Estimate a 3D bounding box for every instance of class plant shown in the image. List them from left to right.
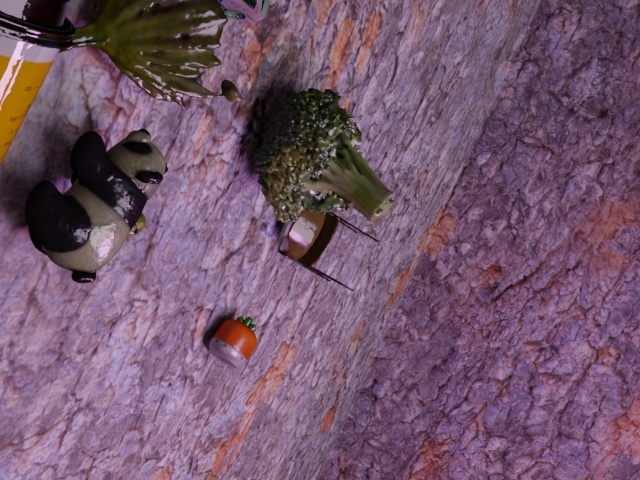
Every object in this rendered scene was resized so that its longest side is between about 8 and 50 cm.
[{"bbox_3d":[-0.264,-0.262,0.934,0.333,0.180,0.251,-32,132,-45],"label":"plant"}]

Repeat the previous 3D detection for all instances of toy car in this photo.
[{"bbox_3d":[-0.139,-0.420,1.103,0.224,0.076,0.090,24,76,-68],"label":"toy car"}]

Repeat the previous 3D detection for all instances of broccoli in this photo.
[{"bbox_3d":[-0.004,-0.138,1.501,0.249,0.302,0.375,-22,159,2],"label":"broccoli"}]

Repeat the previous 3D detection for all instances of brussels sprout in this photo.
[{"bbox_3d":[-0.324,-0.029,1.198,0.083,0.046,0.051,-8,81,-64],"label":"brussels sprout"}]

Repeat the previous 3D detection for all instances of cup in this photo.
[{"bbox_3d":[-0.389,-0.170,0.747,0.280,0.196,0.196,-61,159,18],"label":"cup"}]

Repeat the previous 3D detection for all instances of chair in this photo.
[{"bbox_3d":[0.000,0.000,1.808,0.246,0.172,0.159,31,86,-24],"label":"chair"}]

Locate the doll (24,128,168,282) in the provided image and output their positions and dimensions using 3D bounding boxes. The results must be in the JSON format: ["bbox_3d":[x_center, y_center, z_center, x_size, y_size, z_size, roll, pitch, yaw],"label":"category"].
[{"bbox_3d":[-0.319,-0.061,1.017,0.234,0.135,0.143,-58,-171,-19],"label":"doll"}]

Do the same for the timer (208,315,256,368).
[{"bbox_3d":[-0.203,0.235,1.696,0.136,0.099,0.136,22,90,-80],"label":"timer"}]
